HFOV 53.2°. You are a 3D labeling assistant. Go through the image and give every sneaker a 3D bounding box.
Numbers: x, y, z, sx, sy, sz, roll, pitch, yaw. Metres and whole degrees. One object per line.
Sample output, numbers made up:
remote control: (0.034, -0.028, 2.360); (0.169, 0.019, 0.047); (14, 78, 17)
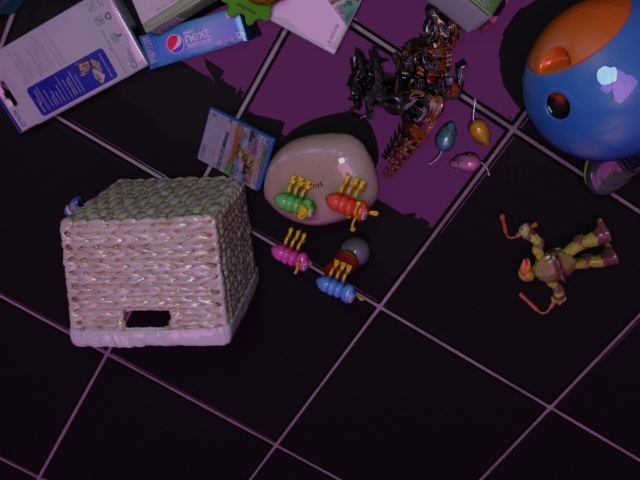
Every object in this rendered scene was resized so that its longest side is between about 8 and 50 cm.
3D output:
sneaker: (0.641, -0.200, 1.238); (0.111, 0.121, 0.300); (38, 111, -10)
sneaker: (-0.515, -0.051, 1.455); (0.135, 0.052, 0.058); (33, 108, -9)

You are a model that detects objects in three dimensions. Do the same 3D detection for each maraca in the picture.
maraca: (-0.103, -0.473, 1.147); (0.127, 0.099, 0.186); (15, 128, -35)

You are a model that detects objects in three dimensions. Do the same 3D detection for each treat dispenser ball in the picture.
treat dispenser ball: (0.505, -0.283, 1.126); (0.287, 0.288, 0.289); (2, 113, 5)

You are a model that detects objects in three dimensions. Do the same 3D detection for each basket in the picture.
basket: (-0.319, 0.033, 1.321); (0.327, 0.331, 0.267); (-1, 111, 6)

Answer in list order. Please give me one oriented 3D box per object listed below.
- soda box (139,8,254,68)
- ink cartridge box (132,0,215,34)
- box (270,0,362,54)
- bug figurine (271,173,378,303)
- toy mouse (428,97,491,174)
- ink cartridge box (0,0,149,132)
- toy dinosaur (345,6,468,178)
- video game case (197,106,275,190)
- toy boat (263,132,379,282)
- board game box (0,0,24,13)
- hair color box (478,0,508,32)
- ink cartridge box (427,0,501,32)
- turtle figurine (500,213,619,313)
soda box: (-0.244, -0.402, 1.267); (0.209, 0.071, 0.067); (-12, 109, 11)
ink cartridge box: (-0.291, -0.527, 1.182); (0.171, 0.056, 0.235); (-22, 92, 21)
box: (-0.059, -0.531, 1.202); (0.321, 0.058, 0.232); (26, 113, -6)
bug figurine: (0.000, 0.000, 1.257); (0.216, 0.072, 0.279); (19, 123, 22)
toy mouse: (0.288, -0.188, 1.327); (0.143, 0.031, 0.161); (-25, 108, 15)
ink cartridge box: (-0.521, -0.366, 1.315); (0.332, 0.065, 0.166); (-22, 109, 13)
toy dinosaur: (0.174, -0.283, 1.240); (0.218, 0.164, 0.322); (8, 89, -18)
video game case: (-0.179, -0.193, 1.344); (0.166, 0.015, 0.119); (29, 114, 20)
toy boat: (0.021, -0.072, 1.348); (0.267, 0.148, 0.319); (-5, 112, 33)
board game box: (-0.698, -0.514, 1.120); (0.079, 0.336, 0.254); (-37, 105, 19)
hair color box: (0.275, -0.463, 1.189); (0.141, 0.043, 0.072); (36, 72, -11)
ink cartridge box: (0.273, -0.506, 1.114); (0.160, 0.092, 0.220); (35, 81, -9)
turtle figurine: (0.509, 0.033, 1.369); (0.217, 0.087, 0.270); (-24, 108, 15)
